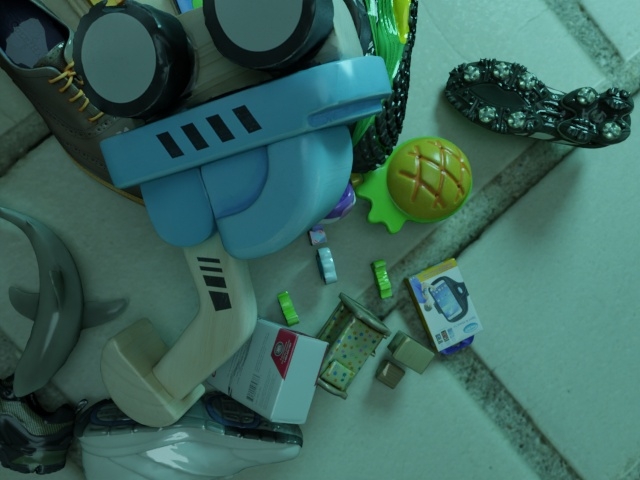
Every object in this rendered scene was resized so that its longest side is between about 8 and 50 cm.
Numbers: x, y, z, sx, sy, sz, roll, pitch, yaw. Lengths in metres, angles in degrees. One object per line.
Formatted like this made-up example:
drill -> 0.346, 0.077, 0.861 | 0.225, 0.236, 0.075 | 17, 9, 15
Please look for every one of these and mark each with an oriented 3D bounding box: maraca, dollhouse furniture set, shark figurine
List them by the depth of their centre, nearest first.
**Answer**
shark figurine -> -0.357, 0.036, 0.721 | 0.166, 0.116, 0.278 | -23, 84, -20
dollhouse furniture set -> 0.053, 0.199, 0.787 | 0.161, 0.101, 0.182 | 33, 92, -17
maraca -> 0.138, -0.082, 0.817 | 0.185, 0.099, 0.127 | -23, 84, -17

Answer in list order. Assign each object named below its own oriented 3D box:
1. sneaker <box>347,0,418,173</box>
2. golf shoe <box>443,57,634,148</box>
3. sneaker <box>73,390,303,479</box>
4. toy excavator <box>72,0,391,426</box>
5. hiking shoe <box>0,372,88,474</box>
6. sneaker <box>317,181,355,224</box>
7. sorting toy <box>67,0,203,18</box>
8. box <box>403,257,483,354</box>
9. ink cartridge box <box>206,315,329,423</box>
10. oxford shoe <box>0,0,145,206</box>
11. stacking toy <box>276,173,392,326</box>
sneaker -> 0.055, -0.246, 0.793 | 0.146, 0.134, 0.344 | 5, 66, 11
golf shoe -> 0.321, -0.193, 0.862 | 0.272, 0.120, 0.105 | 20, 91, 14
sneaker -> -0.172, 0.281, 0.766 | 0.297, 0.111, 0.129 | 2, 104, -7
toy excavator -> -0.108, -0.025, 0.633 | 0.432, 0.222, 0.445 | -14, 97, 19
hiking shoe -> -0.427, 0.218, 0.731 | 0.226, 0.086, 0.114 | 22, 71, -14
sneaker -> -0.048, -0.121, 0.749 | 0.095, 0.104, 0.236 | -39, 72, -20
sorting toy -> -0.240, -0.345, 0.797 | 0.193, 0.038, 0.208 | -39, 94, -9
box -> 0.190, 0.104, 0.859 | 0.081, 0.028, 0.136 | -23, 90, -10
ink cartridge box -> -0.074, 0.162, 0.748 | 0.063, 0.150, 0.109 | 22, 83, -43
oxford shoe -> -0.311, -0.180, 0.730 | 0.363, 0.133, 0.130 | 44, 81, -6
stacking toy -> 0.000, 0.000, 0.818 | 0.167, 0.052, 0.221 | -17, 91, -10
